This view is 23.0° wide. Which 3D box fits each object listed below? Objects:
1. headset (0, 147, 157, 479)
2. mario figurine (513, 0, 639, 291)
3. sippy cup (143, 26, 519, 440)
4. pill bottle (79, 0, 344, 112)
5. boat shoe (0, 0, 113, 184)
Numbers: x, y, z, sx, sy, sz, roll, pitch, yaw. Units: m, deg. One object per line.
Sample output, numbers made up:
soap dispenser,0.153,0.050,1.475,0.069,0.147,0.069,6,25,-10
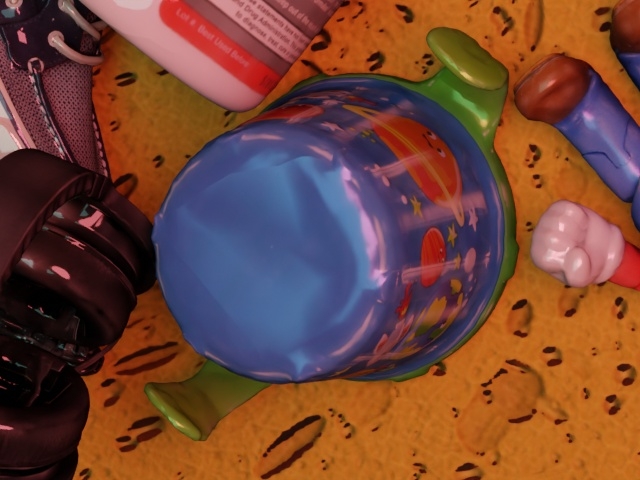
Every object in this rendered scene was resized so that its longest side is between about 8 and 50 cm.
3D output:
headset,-0.227,0.060,1.087,0.185,0.394,0.243,22,85,8
mario figurine,0.265,-0.015,1.018,0.320,0.170,0.198,55,138,13
sippy cup,0.000,0.000,1.088,0.240,0.224,0.306,7,98,19
pill bottle,-0.018,-0.284,1.059,0.210,0.210,0.363,41,96,11
boat shoe,-0.200,-0.177,1.192,0.158,0.127,0.341,-25,90,11
